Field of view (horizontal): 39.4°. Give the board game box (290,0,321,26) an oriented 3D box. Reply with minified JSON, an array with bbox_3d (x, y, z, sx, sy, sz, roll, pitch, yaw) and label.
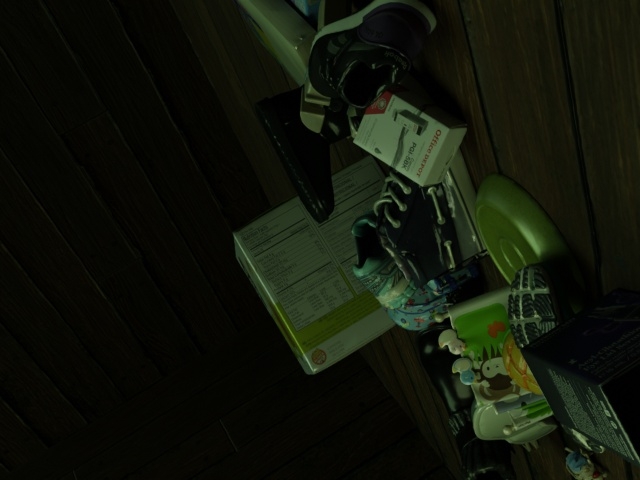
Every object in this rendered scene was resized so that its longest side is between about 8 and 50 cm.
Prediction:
[{"bbox_3d":[-0.065,-0.498,1.553,0.211,0.039,0.160,56,172,17],"label":"board game box"}]

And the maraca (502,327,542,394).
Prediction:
[{"bbox_3d":[0.346,0.174,1.332,0.127,0.099,0.185,58,146,-8],"label":"maraca"}]

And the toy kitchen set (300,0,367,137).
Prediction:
[{"bbox_3d":[0.064,-0.279,1.431,0.207,0.166,0.122,108,168,-48],"label":"toy kitchen set"}]

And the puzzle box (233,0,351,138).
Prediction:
[{"bbox_3d":[-0.073,-0.403,1.758,0.409,0.052,0.272,52,180,38],"label":"puzzle box"}]

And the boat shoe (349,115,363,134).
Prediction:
[{"bbox_3d":[0.095,-0.165,1.431,0.125,0.038,0.046,38,-142,-37],"label":"boat shoe"}]

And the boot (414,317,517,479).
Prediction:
[{"bbox_3d":[0.286,0.336,1.717,0.348,0.131,0.260,54,-150,-31],"label":"boot"}]

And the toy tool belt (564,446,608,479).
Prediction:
[{"bbox_3d":[0.463,0.395,1.574,0.051,0.052,0.083,52,173,-12],"label":"toy tool belt"}]

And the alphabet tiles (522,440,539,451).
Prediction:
[{"bbox_3d":[0.367,0.302,1.963,0.343,0.011,0.285,63,170,-28],"label":"alphabet tiles"}]

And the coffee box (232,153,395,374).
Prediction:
[{"bbox_3d":[0.033,0.063,1.944,0.334,0.338,0.337,58,172,5],"label":"coffee box"}]

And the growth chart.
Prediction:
[{"bbox_3d":[0.298,0.189,1.423,0.237,0.172,0.021,61,180,1],"label":"growth chart"}]

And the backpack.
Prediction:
[{"bbox_3d":[0.187,0.070,1.621,0.158,0.173,0.117,54,171,38],"label":"backpack"}]

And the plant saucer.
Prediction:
[{"bbox_3d":[0.290,0.016,1.285,0.241,0.037,0.241,58,173,12],"label":"plant saucer"}]

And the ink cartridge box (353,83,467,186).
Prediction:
[{"bbox_3d":[0.128,-0.154,1.287,0.135,0.056,0.099,35,118,26],"label":"ink cartridge box"}]

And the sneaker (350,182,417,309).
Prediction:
[{"bbox_3d":[0.118,-0.025,1.547,0.122,0.110,0.283,35,-138,-27],"label":"sneaker"}]

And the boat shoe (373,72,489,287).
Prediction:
[{"bbox_3d":[0.141,-0.084,1.389,0.341,0.158,0.127,61,172,-17],"label":"boat shoe"}]

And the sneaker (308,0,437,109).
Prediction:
[{"bbox_3d":[0.040,-0.236,1.231,0.107,0.124,0.283,29,160,-16],"label":"sneaker"}]

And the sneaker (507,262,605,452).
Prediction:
[{"bbox_3d":[0.340,0.147,1.199,0.275,0.110,0.107,63,159,-10],"label":"sneaker"}]

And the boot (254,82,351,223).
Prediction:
[{"bbox_3d":[0.027,-0.179,1.550,0.246,0.207,0.094,63,172,6],"label":"boot"}]

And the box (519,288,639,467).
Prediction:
[{"bbox_3d":[0.346,0.146,1.005,0.108,0.153,0.207,60,171,-9],"label":"box"}]

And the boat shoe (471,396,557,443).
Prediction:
[{"bbox_3d":[0.331,0.290,1.583,0.319,0.116,0.099,32,-148,-55],"label":"boat shoe"}]
